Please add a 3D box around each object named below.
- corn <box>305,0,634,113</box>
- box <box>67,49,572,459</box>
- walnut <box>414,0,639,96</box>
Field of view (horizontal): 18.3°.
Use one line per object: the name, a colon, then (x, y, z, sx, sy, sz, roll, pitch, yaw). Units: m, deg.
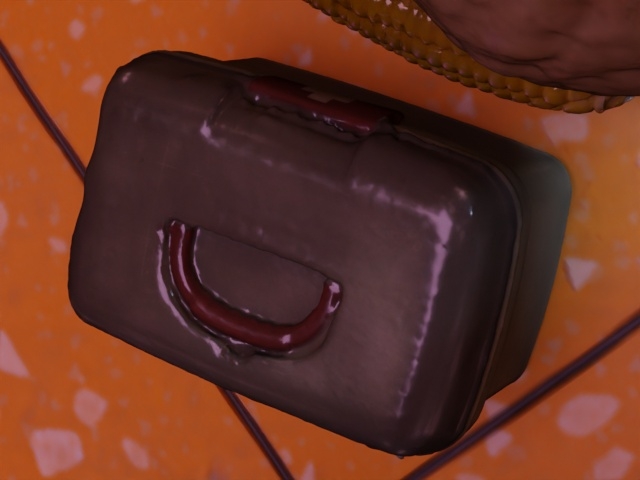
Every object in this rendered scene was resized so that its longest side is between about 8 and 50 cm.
corn: (0.022, -0.145, 0.886, 0.291, 0.101, 0.101, 30, 112, 18)
box: (0.000, 0.000, 0.904, 0.210, 0.129, 0.148, 21, 108, 24)
walnut: (0.123, -0.175, 0.729, 0.248, 0.248, 0.248, 6, 102, 28)
